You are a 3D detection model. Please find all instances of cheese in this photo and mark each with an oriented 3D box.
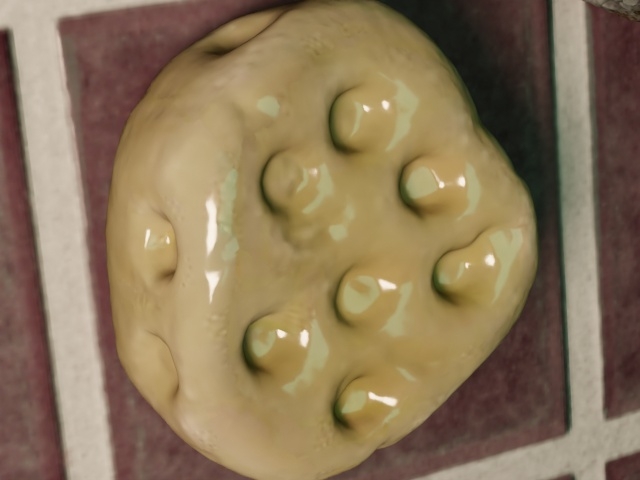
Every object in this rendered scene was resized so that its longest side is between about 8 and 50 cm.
[{"bbox_3d":[0.000,0.000,0.834,0.218,0.117,0.235,17,91,-32],"label":"cheese"}]

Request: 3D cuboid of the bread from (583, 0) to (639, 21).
[{"bbox_3d":[0.189,-0.166,0.877,0.416,0.165,0.113,11,90,-30],"label":"bread"}]
